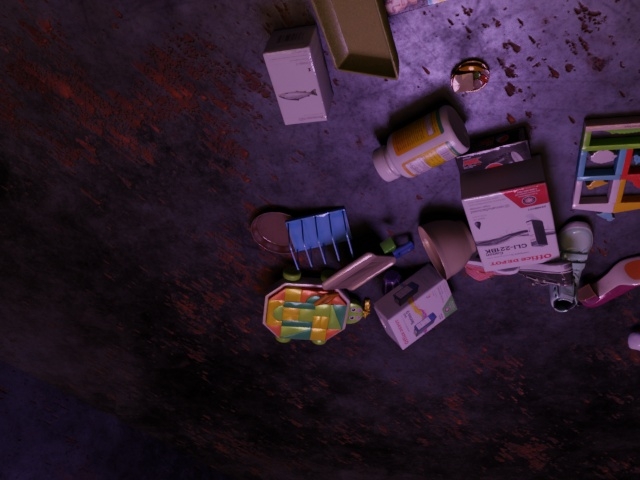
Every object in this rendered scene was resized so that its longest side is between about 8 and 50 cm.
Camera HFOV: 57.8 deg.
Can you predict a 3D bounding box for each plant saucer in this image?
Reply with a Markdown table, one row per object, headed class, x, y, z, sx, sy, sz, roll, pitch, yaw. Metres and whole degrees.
| class | x | y | z | sx | sy | sz | roll | pitch | yaw |
| --- | --- | --- | --- | --- | --- | --- | --- | --- | --- |
| plant saucer | 0.078 | -0.428 | 1.172 | 0.188 | 0.045 | 0.188 | 25 | 151 | 43 |
| plant saucer | -0.118 | -0.028 | 1.686 | 0.168 | 0.029 | 0.169 | 6 | 135 | 6 |

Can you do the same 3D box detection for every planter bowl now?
| class | x | y | z | sx | sy | sz | roll | pitch | yaw |
| --- | --- | --- | --- | --- | --- | --- | --- | --- | --- |
| planter bowl | 0.346 | 0.010 | 1.548 | 0.109 | 0.162 | 0.162 | -26 | 129 | 1 |

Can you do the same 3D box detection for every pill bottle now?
| class | x | y | z | sx | sy | sz | roll | pitch | yaw |
| --- | --- | --- | --- | --- | --- | --- | --- | --- | --- |
| pill bottle | 0.230 | -0.218 | 1.351 | 0.208 | 0.118 | 0.117 | -25 | 125 | 32 |

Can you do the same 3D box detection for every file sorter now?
| class | x | y | z | sx | sy | sz | roll | pitch | yaw |
| --- | --- | --- | --- | --- | --- | --- | --- | --- | --- |
| file sorter | 0.000 | 0.000 | 1.609 | 0.170 | 0.105 | 0.118 | -12 | 132 | 6 |

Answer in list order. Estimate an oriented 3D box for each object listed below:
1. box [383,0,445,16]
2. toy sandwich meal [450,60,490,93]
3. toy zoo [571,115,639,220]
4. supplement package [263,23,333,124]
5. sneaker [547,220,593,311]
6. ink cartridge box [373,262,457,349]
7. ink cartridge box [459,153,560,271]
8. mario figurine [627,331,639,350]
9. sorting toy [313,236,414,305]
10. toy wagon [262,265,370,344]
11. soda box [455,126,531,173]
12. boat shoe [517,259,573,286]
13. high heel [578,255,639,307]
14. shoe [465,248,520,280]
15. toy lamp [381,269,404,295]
| class | x | y | z | sx | sy | sz | roll | pitch | yaw |
| --- | --- | --- | --- | --- | --- | --- | --- | --- | --- |
| box | 0.215 | -0.508 | 1.097 | 0.244 | 0.060 | 0.101 | -9 | 132 | 20 |
| toy sandwich meal | 0.325 | -0.351 | 1.257 | 0.085 | 0.029 | 0.086 | 6 | 136 | 6 |
| toy zoo | 0.706 | -0.161 | 1.368 | 0.192 | 0.030 | 0.293 | -2 | 135 | 14 |
| supplement package | -0.044 | -0.361 | 1.273 | 0.105 | 0.105 | 0.179 | -4 | 134 | 15 |
| sneaker | 0.668 | 0.079 | 1.535 | 0.094 | 0.151 | 0.256 | 5 | 135 | 10 |
| ink cartridge box | 0.280 | 0.196 | 1.707 | 0.212 | 0.093 | 0.154 | -34 | 129 | -7 |
| ink cartridge box | 0.480 | -0.060 | 1.460 | 0.196 | 0.114 | 0.273 | -11 | 133 | 22 |
| mario figurine | 1.047 | 0.272 | 1.704 | 0.198 | 0.170 | 0.321 | 35 | 133 | 30 |
| sorting toy | 0.106 | 0.082 | 1.661 | 0.347 | 0.047 | 0.196 | -35 | 160 | 19 |
| toy wagon | -0.007 | 0.215 | 1.830 | 0.344 | 0.068 | 0.268 | 5 | 121 | -7 |
| soda box | 0.404 | -0.210 | 1.367 | 0.168 | 0.053 | 0.060 | -11 | 132 | 23 |
| boat shoe | 0.578 | 0.087 | 1.542 | 0.077 | 0.219 | 0.070 | -12 | 96 | -18 |
| high heel | 0.838 | 0.118 | 1.611 | 0.244 | 0.082 | 0.117 | -38 | 147 | 25 |
| shoe | 0.473 | 0.073 | 1.607 | 0.177 | 0.064 | 0.081 | 14 | 149 | 41 |
| toy lamp | 0.239 | 0.198 | 1.808 | 0.080 | 0.080 | 0.275 | -2 | 137 | 14 |
